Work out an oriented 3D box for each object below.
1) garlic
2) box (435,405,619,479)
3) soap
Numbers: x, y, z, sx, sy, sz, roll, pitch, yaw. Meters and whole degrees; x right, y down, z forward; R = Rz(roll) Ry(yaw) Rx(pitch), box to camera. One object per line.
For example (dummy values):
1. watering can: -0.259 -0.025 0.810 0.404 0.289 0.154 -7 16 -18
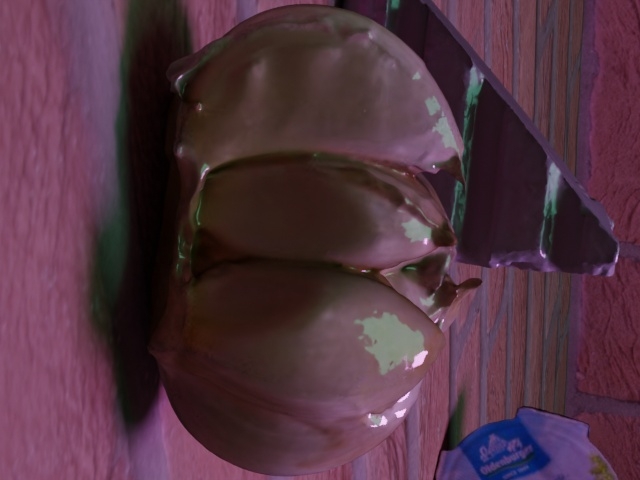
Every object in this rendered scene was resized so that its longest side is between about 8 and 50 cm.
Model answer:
1. garlic: -0.001 0.006 0.945 0.185 0.203 0.281 140 -47 -85
2. box: 0.287 0.405 2.048 0.262 0.291 0.206 -28 153 -21
3. soap: 0.146 -0.118 1.320 0.159 0.258 0.302 6 89 -74
